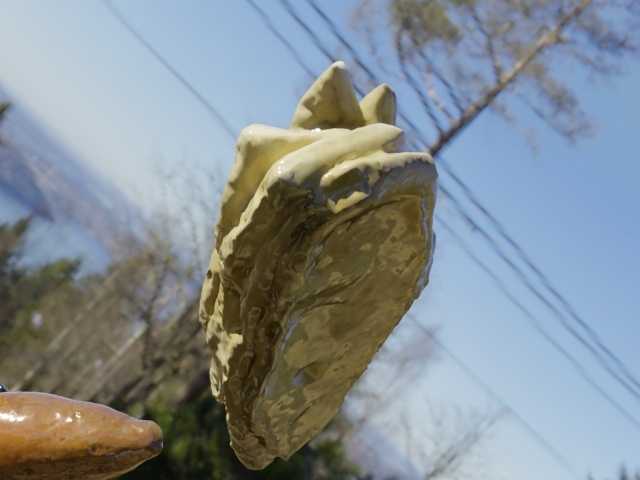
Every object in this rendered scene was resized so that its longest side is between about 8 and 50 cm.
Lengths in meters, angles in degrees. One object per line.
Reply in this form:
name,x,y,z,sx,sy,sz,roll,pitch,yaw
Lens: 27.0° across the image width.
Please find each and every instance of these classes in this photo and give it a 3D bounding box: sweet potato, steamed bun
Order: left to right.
sweet potato,-0.162,0.089,0.570,0.202,0.055,0.058,1,9,20
steamed bun,0.000,0.000,1.152,0.189,0.247,0.428,57,-23,27

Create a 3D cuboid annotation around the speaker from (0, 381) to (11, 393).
speaker,-0.275,0.296,1.287,0.232,0.184,0.254,27,-26,45
